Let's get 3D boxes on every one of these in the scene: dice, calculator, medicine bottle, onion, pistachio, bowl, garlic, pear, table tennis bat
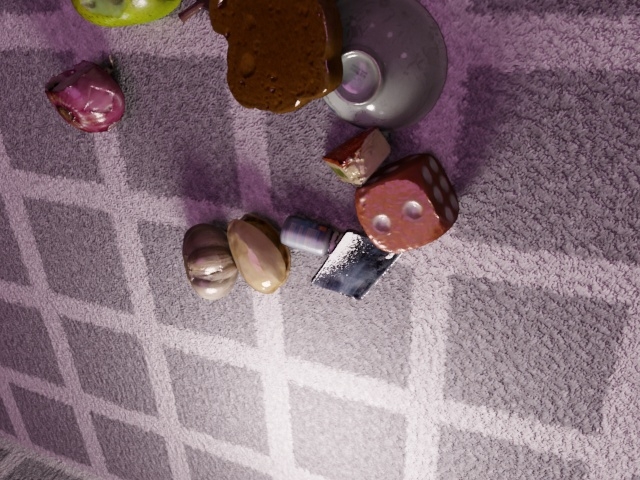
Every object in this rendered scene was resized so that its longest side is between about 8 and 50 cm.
[{"bbox_3d":[0.197,-0.084,1.247,0.179,0.174,0.175,-17,106,33],"label":"dice"},{"bbox_3d":[0.089,0.066,1.407,0.161,0.021,0.261,19,140,-14],"label":"calculator"},{"bbox_3d":[0.000,0.000,1.445,0.203,0.083,0.083,19,123,11],"label":"medicine bottle"},{"bbox_3d":[-0.628,-0.379,1.502,0.207,0.200,0.200,-10,112,15],"label":"onion"},{"bbox_3d":[-0.167,0.035,1.507,0.157,0.157,0.229,-23,98,34],"label":"pistachio"},{"bbox_3d":[0.098,-0.357,1.165,0.313,0.146,0.313,12,122,20],"label":"bowl"},{"bbox_3d":[-0.311,0.055,1.571,0.152,0.228,0.227,-6,122,-19],"label":"garlic"},{"bbox_3d":[-0.507,-0.631,1.311,0.292,0.159,0.292,14,123,22],"label":"pear"},{"bbox_3d":[-0.244,-0.554,1.311,0.170,0.119,0.107,-32,83,7],"label":"table tennis bat"}]

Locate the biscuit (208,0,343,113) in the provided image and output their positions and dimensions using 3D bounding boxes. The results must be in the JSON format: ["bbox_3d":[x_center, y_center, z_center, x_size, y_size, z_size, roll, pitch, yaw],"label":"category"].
[{"bbox_3d":[-0.104,-0.423,1.158,0.359,0.074,0.381,58,147,4],"label":"biscuit"}]

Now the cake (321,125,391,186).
[{"bbox_3d":[0.058,-0.167,1.264,0.086,0.116,0.220,50,146,-14],"label":"cake"}]
